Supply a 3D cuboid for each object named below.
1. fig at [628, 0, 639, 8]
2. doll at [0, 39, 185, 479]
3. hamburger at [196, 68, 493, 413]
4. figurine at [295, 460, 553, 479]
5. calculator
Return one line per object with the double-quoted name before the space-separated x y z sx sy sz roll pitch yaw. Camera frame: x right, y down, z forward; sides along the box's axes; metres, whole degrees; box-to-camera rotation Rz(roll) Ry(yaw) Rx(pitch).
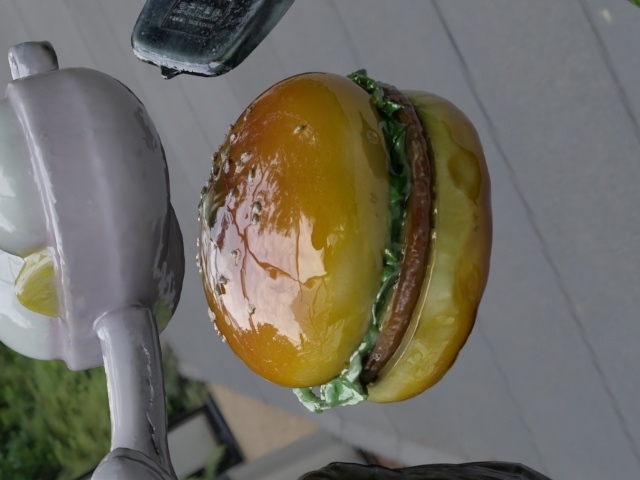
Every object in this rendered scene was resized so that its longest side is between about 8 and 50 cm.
"fig" 0.210 -0.231 0.832 0.235 0.203 0.203 8 126 50
"doll" -0.079 0.066 0.500 0.160 0.094 0.365 92 162 -57
"hamburger" 0.001 -0.001 0.922 0.246 0.169 0.246 -170 90 -69
"figurine" 0.076 0.183 0.617 0.168 0.187 0.315 43 169 20
"calculator" -0.097 -0.277 1.421 0.177 0.268 0.040 16 159 34
